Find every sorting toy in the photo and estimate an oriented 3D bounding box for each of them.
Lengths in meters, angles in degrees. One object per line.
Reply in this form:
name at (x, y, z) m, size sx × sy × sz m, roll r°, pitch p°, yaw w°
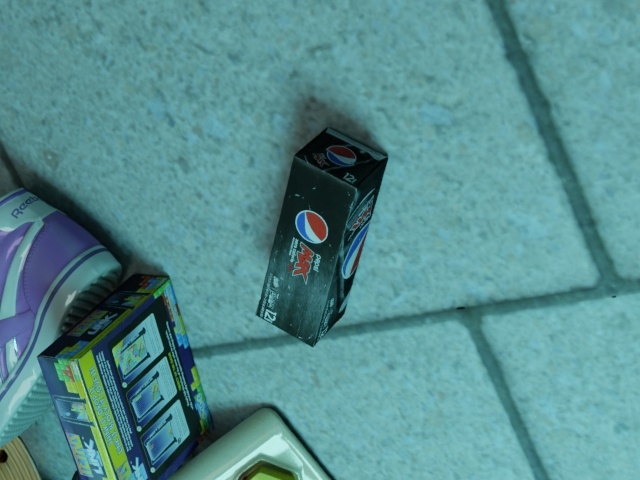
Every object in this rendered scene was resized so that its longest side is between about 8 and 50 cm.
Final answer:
sorting toy at (-0.058, 0.286, 1.204) m, size 0.193 × 0.038 × 0.208 m, roll -37°, pitch 93°, yaw 9°

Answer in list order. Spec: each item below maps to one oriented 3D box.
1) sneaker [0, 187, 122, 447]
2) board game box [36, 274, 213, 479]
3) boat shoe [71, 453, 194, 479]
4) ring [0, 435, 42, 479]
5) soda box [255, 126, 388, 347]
sneaker at (-0.299, 0.068, 1.258) m, size 0.161 × 0.102 × 0.282 m, roll 39°, pitch 123°, yaw 11°
board game box at (-0.169, 0.138, 1.176) m, size 0.048 × 0.141 × 0.170 m, roll 5°, pitch 120°, yaw 32°
boat shoe at (-0.124, 0.328, 1.288) m, size 0.127 × 0.113 × 0.340 m, roll -20°, pitch 106°, yaw 41°
ring at (-0.425, 0.303, 1.392) m, size 0.337 × 0.032 × 0.336 m, roll 1°, pitch 93°, yaw 18°
soda box at (0.000, 0.000, 1.029) m, size 0.060 × 0.053 × 0.168 m, roll 28°, pitch 132°, yaw 16°
